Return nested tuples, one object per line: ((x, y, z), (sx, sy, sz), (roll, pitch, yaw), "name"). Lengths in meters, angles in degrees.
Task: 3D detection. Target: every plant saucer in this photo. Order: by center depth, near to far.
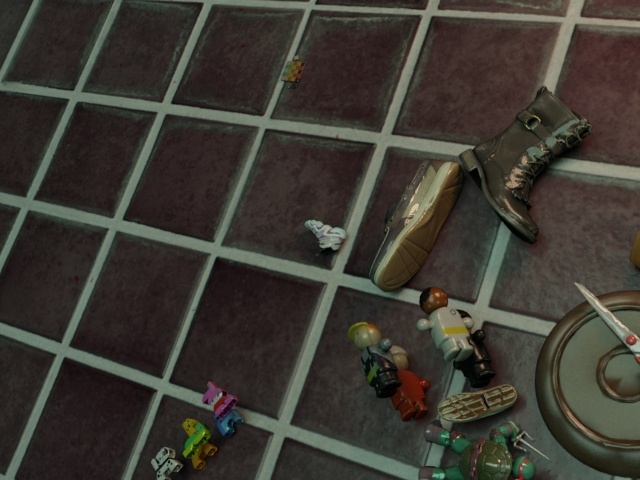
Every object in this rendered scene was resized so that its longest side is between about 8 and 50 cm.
((0.497, 0.221, 1.427), (0.310, 0.050, 0.311), (-11, 64, 22), "plant saucer")

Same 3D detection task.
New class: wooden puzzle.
((-0.062, -0.381, 1.998), (0.049, 0.006, 0.083), (13, 76, 31), "wooden puzzle")

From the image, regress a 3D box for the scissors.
((0.500, 0.179, 1.401), (0.297, 0.021, 0.109), (35, 89, 32), "scissors")

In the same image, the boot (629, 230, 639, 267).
((0.632, -0.026, 1.393), (0.220, 0.109, 0.284), (45, 119, 50), "boot")

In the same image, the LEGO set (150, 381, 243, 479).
((-0.239, 0.366, 1.726), (0.227, 0.087, 0.093), (-49, 53, 8), "LEGO set")

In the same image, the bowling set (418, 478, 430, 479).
((0.220, 0.512, 1.346), (0.287, 0.154, 0.200), (16, 39, 36), "bowling set")

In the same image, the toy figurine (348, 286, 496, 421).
((0.173, 0.188, 1.513), (0.213, 0.209, 0.148), (-30, 53, 12), "toy figurine")

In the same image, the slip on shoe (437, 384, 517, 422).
((0.268, 0.280, 1.504), (0.135, 0.041, 0.051), (-18, 60, 2), "slip on shoe")

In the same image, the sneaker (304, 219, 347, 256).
((0.000, 0.000, 1.783), (0.098, 0.038, 0.069), (16, 77, 32), "sneaker")

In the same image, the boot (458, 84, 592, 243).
((0.394, -0.146, 1.610), (0.229, 0.091, 0.263), (-35, 55, 11), "boot")

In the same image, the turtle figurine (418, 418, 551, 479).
((0.276, 0.366, 1.442), (0.234, 0.118, 0.175), (2, 59, 38), "turtle figurine")

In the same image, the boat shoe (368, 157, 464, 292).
((0.169, -0.034, 1.678), (0.092, 0.103, 0.285), (24, 78, 38), "boat shoe")
